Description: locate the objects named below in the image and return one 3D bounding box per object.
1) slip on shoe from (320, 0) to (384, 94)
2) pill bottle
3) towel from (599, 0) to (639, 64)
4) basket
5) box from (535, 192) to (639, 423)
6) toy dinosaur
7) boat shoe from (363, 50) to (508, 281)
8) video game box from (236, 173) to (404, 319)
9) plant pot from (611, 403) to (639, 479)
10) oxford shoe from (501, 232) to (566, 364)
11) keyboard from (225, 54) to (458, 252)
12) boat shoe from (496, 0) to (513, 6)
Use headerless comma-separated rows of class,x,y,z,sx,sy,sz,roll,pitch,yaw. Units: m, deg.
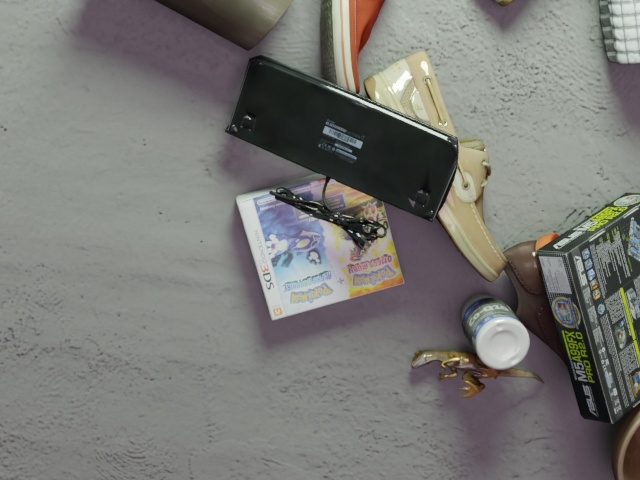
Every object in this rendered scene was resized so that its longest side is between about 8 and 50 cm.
slip on shoe,0.057,-0.346,1.546,0.101,0.123,0.331,4,99,-10
pill bottle,0.248,0.128,1.669,0.078,0.137,0.078,-1,105,-5
towel,0.519,-0.376,1.575,0.284,0.121,0.235,-10,103,0
basket,-0.146,-0.366,1.507,0.227,0.154,0.204,37,100,-16
box,0.430,0.095,1.660,0.216,0.060,0.270,-30,109,-33
toy dinosaur,0.243,0.188,1.709,0.211,0.112,0.064,12,108,0
boat shoe,0.187,-0.099,1.614,0.110,0.121,0.341,-30,104,4
video game box,0.000,0.000,1.663,0.205,0.048,0.187,-16,107,0
plant pot,0.541,0.299,1.745,0.237,0.110,0.237,-4,112,-10
oxford shoe,0.348,0.114,1.714,0.098,0.097,0.271,-14,112,30
keyboard,0.020,-0.108,1.570,0.317,0.033,0.201,25,113,8
boat shoe,0.290,-0.426,1.560,0.073,0.080,0.223,30,105,-17
